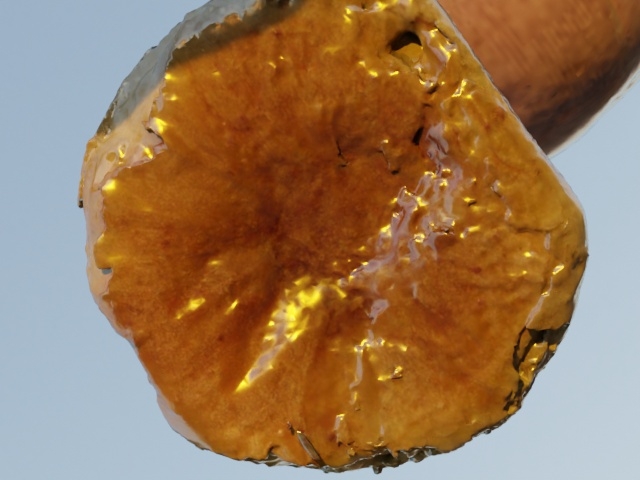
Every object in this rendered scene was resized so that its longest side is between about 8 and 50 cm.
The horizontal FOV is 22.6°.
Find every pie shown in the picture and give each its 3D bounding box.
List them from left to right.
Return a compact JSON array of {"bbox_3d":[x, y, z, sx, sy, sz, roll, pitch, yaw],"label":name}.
[{"bbox_3d":[0.000,0.000,0.596,0.195,0.195,0.046,-50,1,9],"label":"pie"}]

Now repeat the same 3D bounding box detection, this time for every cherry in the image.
[{"bbox_3d":[0.070,-0.121,0.858,0.206,0.239,0.239,17,-63,-24],"label":"cherry"}]
